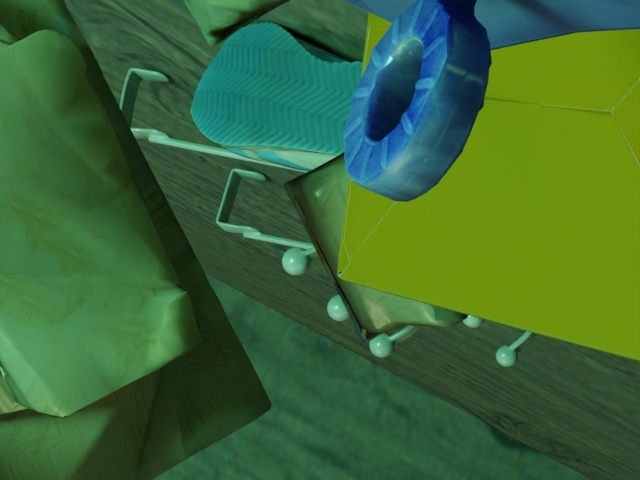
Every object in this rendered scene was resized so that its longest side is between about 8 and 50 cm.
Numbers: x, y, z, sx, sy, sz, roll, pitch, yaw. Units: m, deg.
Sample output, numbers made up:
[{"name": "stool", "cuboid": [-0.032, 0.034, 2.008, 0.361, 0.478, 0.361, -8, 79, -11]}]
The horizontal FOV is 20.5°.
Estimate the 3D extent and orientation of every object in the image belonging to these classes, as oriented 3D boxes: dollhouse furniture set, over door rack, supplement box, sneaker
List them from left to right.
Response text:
[{"name": "dollhouse furniture set", "cuboid": [-0.167, -0.081, 0.694, 0.394, 0.362, 0.256, 64, 163, -7]}, {"name": "over door rack", "cuboid": [0.000, 0.000, 1.430, 0.324, 0.108, 0.239, 24, 169, 26]}, {"name": "sneaker", "cuboid": [0.009, -0.071, 1.085, 0.229, 0.087, 0.092, 21, 171, 45]}, {"name": "supplement box", "cuboid": [0.142, -0.033, 0.552, 0.194, 0.129, 0.191, 4, -175, -33]}]

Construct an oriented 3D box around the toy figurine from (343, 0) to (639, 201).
[{"name": "toy figurine", "cuboid": [0.086, -0.093, 0.324, 0.191, 0.217, 0.362, 32, 171, -23]}]
